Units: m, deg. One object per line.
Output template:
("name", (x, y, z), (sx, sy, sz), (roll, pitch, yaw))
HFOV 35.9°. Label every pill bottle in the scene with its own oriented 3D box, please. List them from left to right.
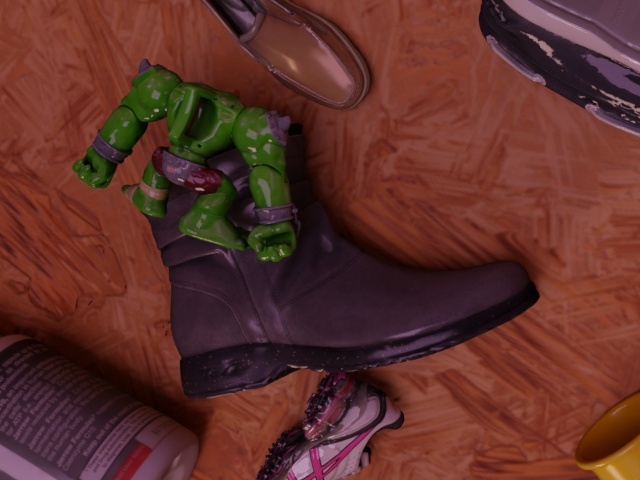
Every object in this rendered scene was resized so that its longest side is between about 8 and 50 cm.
("pill bottle", (-0.277, 0.191, 0.964), (0.283, 0.161, 0.161), (28, 111, 12))

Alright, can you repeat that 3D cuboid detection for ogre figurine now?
("ogre figurine", (-0.098, -0.068, 0.798), (0.197, 0.097, 0.118), (30, 108, 33))

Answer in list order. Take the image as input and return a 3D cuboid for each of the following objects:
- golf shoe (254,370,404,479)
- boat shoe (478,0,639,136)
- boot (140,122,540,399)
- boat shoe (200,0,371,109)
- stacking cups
("golf shoe", (0.002, 0.203, 0.916), (0.086, 0.067, 0.186), (31, 121, -11))
("boat shoe", (0.257, -0.125, 0.732), (0.302, 0.091, 0.114), (36, 69, 9))
("boot", (0.000, 0.000, 0.848), (0.338, 0.118, 0.223), (-13, 89, 14))
("boat shoe", (-0.044, -0.174, 0.835), (0.190, 0.072, 0.068), (38, 113, 7))
("stacking cups", (0.347, 0.264, 0.805), (0.096, 0.096, 0.316), (-42, 92, 24))
